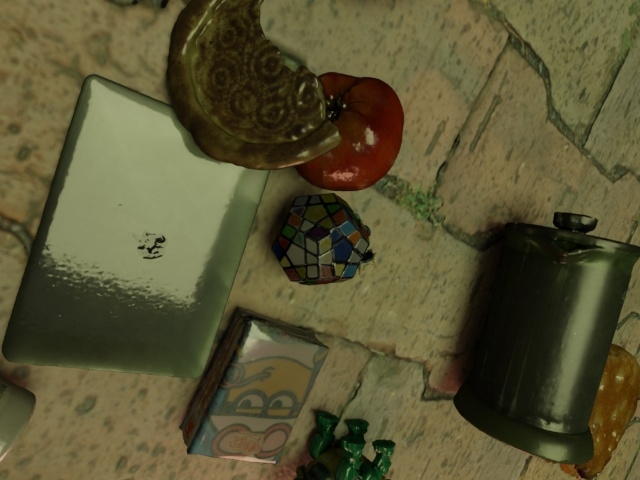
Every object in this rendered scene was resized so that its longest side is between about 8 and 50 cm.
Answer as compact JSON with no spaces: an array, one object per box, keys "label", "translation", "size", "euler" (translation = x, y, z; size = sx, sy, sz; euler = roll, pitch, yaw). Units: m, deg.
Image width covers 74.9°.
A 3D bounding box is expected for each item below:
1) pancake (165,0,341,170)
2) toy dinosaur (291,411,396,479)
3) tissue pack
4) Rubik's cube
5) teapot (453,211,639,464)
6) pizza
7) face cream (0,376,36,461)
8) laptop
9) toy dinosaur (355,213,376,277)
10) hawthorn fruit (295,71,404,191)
[{"label":"pancake","translation":[-0.052,-0.153,0.376],"size":[0.190,0.020,0.184],"euler":[33,90,3]},{"label":"toy dinosaur","translation":[0.048,0.326,0.581],"size":[0.259,0.094,0.153],"euler":[17,94,-40]},{"label":"tissue pack","translation":[-0.074,0.166,0.479],"size":[0.115,0.065,0.155],"euler":[27,90,-30]},{"label":"Rubik's cube","translation":[0.000,0.000,0.461],"size":[0.093,0.111,0.111],"euler":[-33,120,-48]},{"label":"teapot","translation":[0.360,0.127,0.659],"size":[0.270,0.200,0.337],"euler":[5,99,-55]},{"label":"pizza","translation":[0.533,0.333,0.845],"size":[0.409,0.114,0.277],"euler":[-5,104,-28]},{"label":"face cream","translation":[-0.347,0.084,0.289],"size":[0.082,0.082,0.269],"euler":[-48,120,-11]},{"label":"laptop","translation":[-0.167,0.004,0.411],"size":[0.188,0.015,0.269],"euler":[17,94,-32]},{"label":"toy dinosaur","translation":[0.048,0.003,0.516],"size":[0.030,0.047,0.083],"euler":[-23,114,-22]},{"label":"hawthorn fruit","translation":[0.029,-0.102,0.436],"size":[0.125,0.125,0.140],"euler":[-32,123,-19]}]
